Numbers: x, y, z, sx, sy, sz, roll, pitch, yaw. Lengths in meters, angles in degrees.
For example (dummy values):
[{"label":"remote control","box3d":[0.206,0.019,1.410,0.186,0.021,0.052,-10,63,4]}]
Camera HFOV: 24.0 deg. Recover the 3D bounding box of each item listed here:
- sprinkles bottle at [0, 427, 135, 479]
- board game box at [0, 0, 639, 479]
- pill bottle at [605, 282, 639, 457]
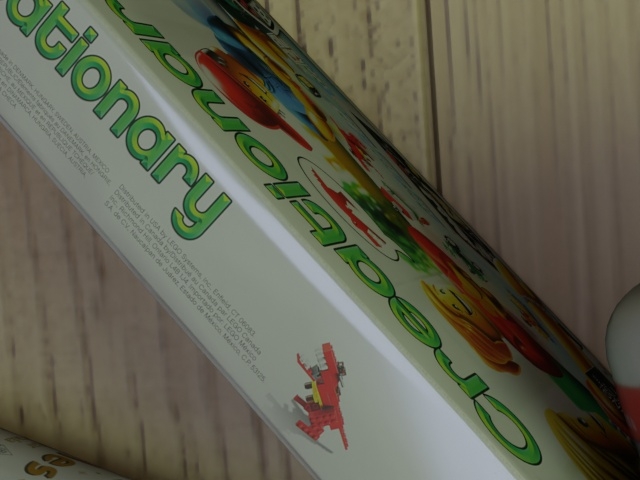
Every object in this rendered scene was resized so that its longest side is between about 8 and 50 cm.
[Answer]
[{"label":"sprinkles bottle","box3d":[-0.087,0.154,0.608,0.355,0.121,0.121,17,98,18]},{"label":"board game box","box3d":[0.000,0.000,0.533,0.305,0.193,0.053,47,106,12]},{"label":"pill bottle","box3d":[0.239,0.156,0.443,0.210,0.210,0.363,-20,89,19]}]
